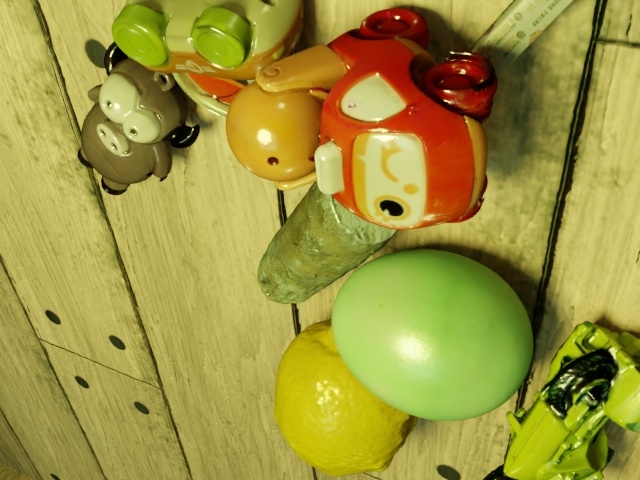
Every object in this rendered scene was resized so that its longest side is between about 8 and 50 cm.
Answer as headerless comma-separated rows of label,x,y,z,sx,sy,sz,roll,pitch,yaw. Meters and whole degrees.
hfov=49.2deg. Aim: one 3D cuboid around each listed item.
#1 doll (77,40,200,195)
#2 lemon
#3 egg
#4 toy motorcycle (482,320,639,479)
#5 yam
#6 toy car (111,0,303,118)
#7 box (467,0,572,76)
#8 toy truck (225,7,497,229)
doll,-0.282,-0.171,1.036,0.182,0.117,0.257,49,140,-5
lemon,0.039,0.246,1.113,0.234,0.233,0.288,16,126,22
egg,0.144,0.121,0.929,0.270,0.220,0.220,22,136,22
toy motorcycle,0.347,0.261,0.961,0.142,0.206,0.342,50,138,36
yam,0.000,0.000,0.989,0.133,0.133,0.330,41,141,-4
toy car,-0.116,-0.237,0.871,0.235,0.145,0.235,19,155,9
box,0.214,-0.234,0.691,0.041,0.050,0.207,39,139,-5
toy truck,0.039,-0.112,0.750,0.265,0.239,0.189,50,158,40
